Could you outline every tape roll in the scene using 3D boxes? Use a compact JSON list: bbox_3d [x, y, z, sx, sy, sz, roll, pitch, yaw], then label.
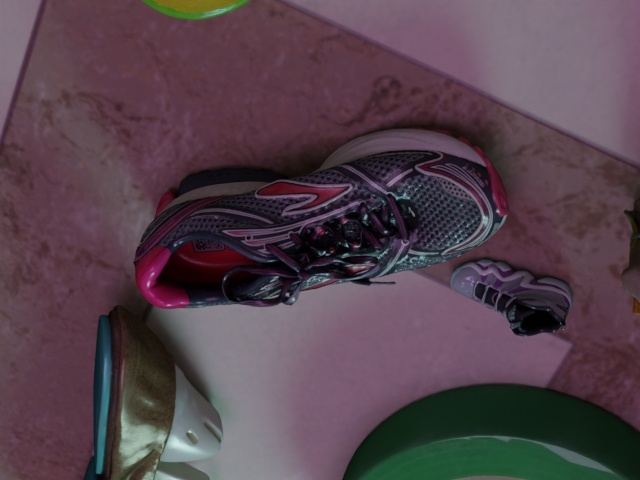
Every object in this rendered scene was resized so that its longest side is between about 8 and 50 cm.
[{"bbox_3d":[0.165,0.277,1.249,0.321,0.077,0.321,6,119,11],"label":"tape roll"}]

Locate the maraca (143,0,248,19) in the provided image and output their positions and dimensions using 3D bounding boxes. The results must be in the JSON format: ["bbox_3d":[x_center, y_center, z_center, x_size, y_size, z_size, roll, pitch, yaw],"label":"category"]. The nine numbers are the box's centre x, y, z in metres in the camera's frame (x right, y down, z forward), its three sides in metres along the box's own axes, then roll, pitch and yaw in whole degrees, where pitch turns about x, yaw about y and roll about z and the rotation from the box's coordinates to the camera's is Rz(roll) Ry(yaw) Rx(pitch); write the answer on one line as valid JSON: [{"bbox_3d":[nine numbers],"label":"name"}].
[{"bbox_3d":[-0.068,-0.241,1.008,0.127,0.099,0.186,39,95,-11],"label":"maraca"}]

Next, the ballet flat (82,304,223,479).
[{"bbox_3d":[-0.155,0.200,1.278,0.124,0.116,0.342,6,123,-12],"label":"ballet flat"}]

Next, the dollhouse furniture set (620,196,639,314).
[{"bbox_3d":[0.365,-0.004,0.955,0.301,0.197,0.151,-30,98,22],"label":"dollhouse furniture set"}]

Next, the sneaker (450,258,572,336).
[{"bbox_3d":[0.147,0.049,1.128,0.098,0.069,0.038,9,120,9],"label":"sneaker"}]

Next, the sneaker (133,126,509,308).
[{"bbox_3d":[0.000,0.000,1.114,0.299,0.112,0.121,-12,115,20],"label":"sneaker"}]
